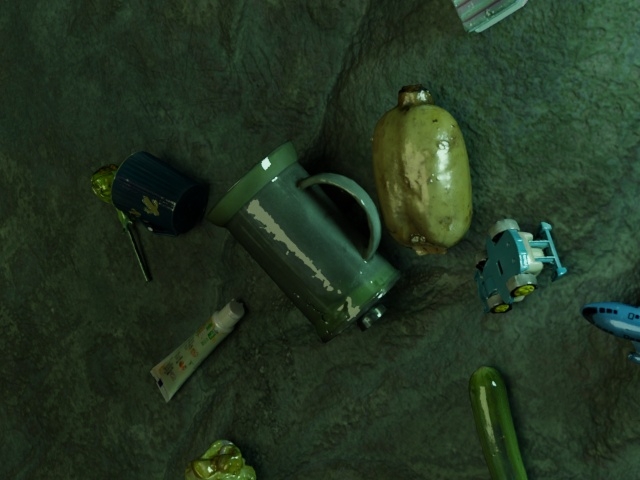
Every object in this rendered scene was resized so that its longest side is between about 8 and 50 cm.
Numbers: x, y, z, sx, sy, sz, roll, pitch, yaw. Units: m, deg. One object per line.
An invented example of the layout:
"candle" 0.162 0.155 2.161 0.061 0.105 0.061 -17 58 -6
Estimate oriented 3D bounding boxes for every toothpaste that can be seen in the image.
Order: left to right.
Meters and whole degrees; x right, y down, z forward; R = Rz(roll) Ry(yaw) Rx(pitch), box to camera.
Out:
"toothpaste" -0.256 0.225 2.127 0.056 0.058 0.314 30 129 -20

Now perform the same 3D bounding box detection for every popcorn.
"popcorn" -0.204 0.471 2.085 0.145 0.125 0.126 5 112 54

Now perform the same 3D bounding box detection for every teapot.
"teapot" 0.000 0.000 1.778 0.337 0.200 0.270 48 129 0

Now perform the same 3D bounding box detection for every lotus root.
"lotus root" 0.166 -0.115 1.714 0.160 0.146 0.284 -5 92 14

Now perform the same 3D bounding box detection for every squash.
"squash" 0.298 0.323 1.739 0.066 0.066 0.229 -16 90 36

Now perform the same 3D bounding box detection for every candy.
"candy" -0.410 -0.035 2.192 0.077 0.073 0.262 -20 93 9

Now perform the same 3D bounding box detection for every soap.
"soap" 0.279 -0.407 1.640 0.149 0.056 0.100 -29 82 36

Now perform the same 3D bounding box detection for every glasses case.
"glasses case" -0.005 -0.035 1.914 0.072 0.042 0.191 48 121 28

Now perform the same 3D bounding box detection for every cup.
"cup" -0.319 -0.076 2.089 0.155 0.131 0.177 25 141 26

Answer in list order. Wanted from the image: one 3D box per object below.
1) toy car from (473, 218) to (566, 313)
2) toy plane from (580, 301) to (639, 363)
"toy car" 0.318 0.052 1.679 0.161 0.098 0.126 111 153 -53
"toy plane" 0.520 0.135 1.525 0.271 0.105 0.254 18 107 33
